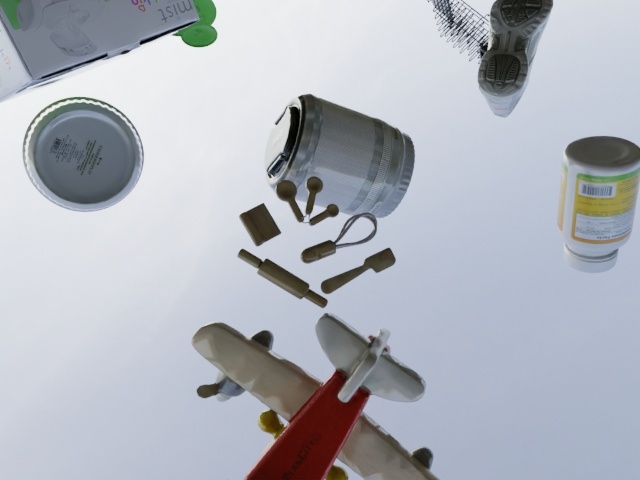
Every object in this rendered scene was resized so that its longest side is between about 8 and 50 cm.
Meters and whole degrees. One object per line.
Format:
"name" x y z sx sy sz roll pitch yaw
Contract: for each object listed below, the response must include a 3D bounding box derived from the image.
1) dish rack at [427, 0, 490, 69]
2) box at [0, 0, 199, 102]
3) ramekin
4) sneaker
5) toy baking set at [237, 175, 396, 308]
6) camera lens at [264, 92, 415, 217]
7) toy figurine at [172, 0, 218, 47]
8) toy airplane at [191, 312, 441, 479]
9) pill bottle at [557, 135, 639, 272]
"dish rack" 0.329 -0.493 1.446 0.074 0.208 0.271 -46 -105 8
"box" -0.350 -0.305 0.890 0.262 0.126 0.231 -34 -158 -32
"ramekin" -0.411 -0.147 1.088 0.207 0.207 0.109 -19 -163 -17
"sneaker" 0.305 -0.302 0.996 0.090 0.115 0.232 19 -104 20
"toy baking set" -0.005 0.005 1.003 0.256 0.030 0.196 36 -109 -6
"camera lens" 0.033 -0.175 1.325 0.274 0.219 0.219 15 -139 -22
"toy figurine" -0.259 -0.480 1.178 0.130 0.173 0.159 -14 -109 14
"toy airplane" -0.002 0.297 1.007 0.385 0.272 0.386 -11 -98 3
"pill bottle" 0.530 -0.064 1.196 0.136 0.245 0.136 -7 -146 4
